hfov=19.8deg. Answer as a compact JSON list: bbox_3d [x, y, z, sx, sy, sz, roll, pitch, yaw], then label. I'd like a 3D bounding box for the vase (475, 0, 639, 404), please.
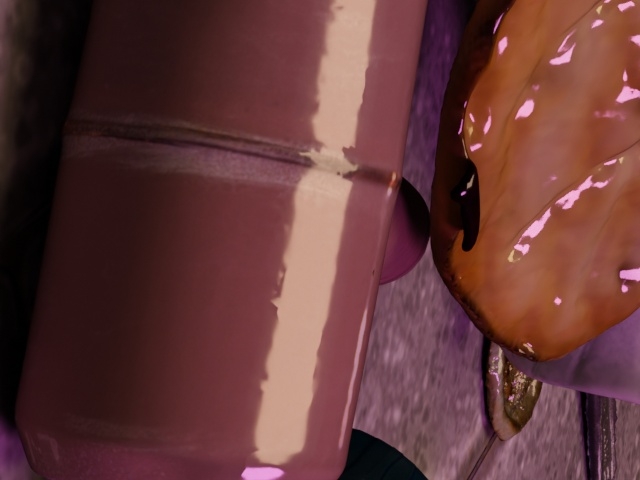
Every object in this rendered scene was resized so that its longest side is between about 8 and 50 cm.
[{"bbox_3d":[0.173,-0.117,0.898,0.250,0.250,0.445,-61,156,-43],"label":"vase"}]

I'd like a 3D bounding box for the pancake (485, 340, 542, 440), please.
[{"bbox_3d":[0.119,0.069,1.108,0.108,0.017,0.108,-31,125,-59],"label":"pancake"}]

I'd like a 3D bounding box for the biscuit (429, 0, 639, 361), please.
[{"bbox_3d":[0.123,-0.049,0.739,0.203,0.041,0.260,-17,139,-30],"label":"biscuit"}]

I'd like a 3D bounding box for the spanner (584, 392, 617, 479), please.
[{"bbox_3d":[0.195,0.092,1.300,0.325,0.026,0.093,78,29,-43],"label":"spanner"}]

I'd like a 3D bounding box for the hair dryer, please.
[{"bbox_3d":[0.000,0.000,0.685,0.344,0.106,0.189,21,78,-75],"label":"hair dryer"}]

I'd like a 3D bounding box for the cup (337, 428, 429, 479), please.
[{"bbox_3d":[-0.033,0.141,0.649,0.113,0.150,0.138,60,24,-1],"label":"cup"}]
